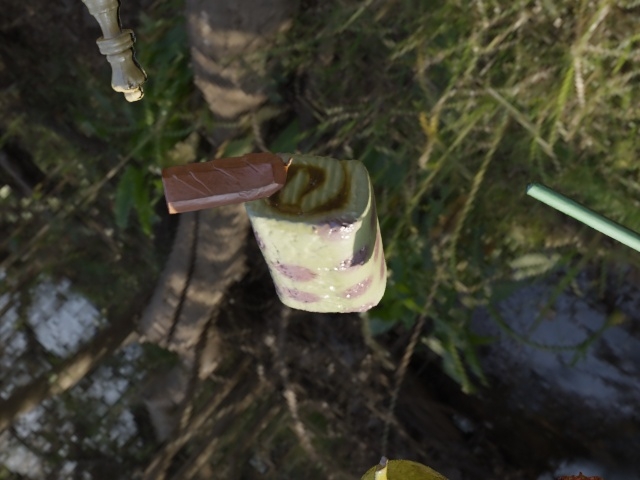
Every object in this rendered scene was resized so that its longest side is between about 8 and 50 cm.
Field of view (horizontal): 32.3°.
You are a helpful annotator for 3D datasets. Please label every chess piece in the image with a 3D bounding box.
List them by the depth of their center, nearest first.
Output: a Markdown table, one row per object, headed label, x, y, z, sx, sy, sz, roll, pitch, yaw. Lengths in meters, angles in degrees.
| label | x | y | z | sx | sy | sz | roll | pitch | yaw |
| --- | --- | --- | --- | --- | --- | --- | --- | --- | --- |
| chess piece | -0.272 | -0.268 | 1.469 | 0.060 | 0.060 | 0.172 | 13 | 127 | 50 |

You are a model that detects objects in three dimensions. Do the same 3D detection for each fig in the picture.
| label | x | y | z | sx | sy | sz | roll | pitch | yaw |
| --- | --- | --- | --- | --- | --- | --- | --- | --- | --- |
| fig | 0.098 | 0.322 | 1.338 | 0.159 | 0.159 | 0.257 | 28 | 156 | 31 |

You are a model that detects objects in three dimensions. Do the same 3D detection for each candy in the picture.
| label | x | y | z | sx | sy | sz | roll | pitch | yaw |
| --- | --- | --- | --- | --- | --- | --- | --- | --- | --- |
| candy | 0.302 | 0.023 | 0.926 | 0.305 | 0.083 | 0.091 | 27 | -177 | -7 |

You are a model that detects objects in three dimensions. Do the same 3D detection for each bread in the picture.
| label | x | y | z | sx | sy | sz | roll | pitch | yaw |
| --- | --- | --- | --- | --- | --- | --- | --- | --- | --- |
| bread | 0.000 | 0.000 | 1.707 | 0.187 | 0.155 | 0.338 | 7 | 156 | 9 |

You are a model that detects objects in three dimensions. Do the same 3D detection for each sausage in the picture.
| label | x | y | z | sx | sy | sz | roll | pitch | yaw |
| --- | --- | --- | --- | --- | --- | --- | --- | --- | --- |
| sausage | -0.119 | -0.077 | 1.438 | 0.065 | 0.169 | 0.065 | 170 | 90 | -82 |

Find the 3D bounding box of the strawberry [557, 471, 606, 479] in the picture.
| label | x | y | z | sx | sy | sz | roll | pitch | yaw |
| --- | --- | --- | --- | --- | --- | --- | --- | --- | --- |
| strawberry | 0.358 | 0.438 | 1.610 | 0.167 | 0.208 | 0.087 | 54 | 141 | 34 |
